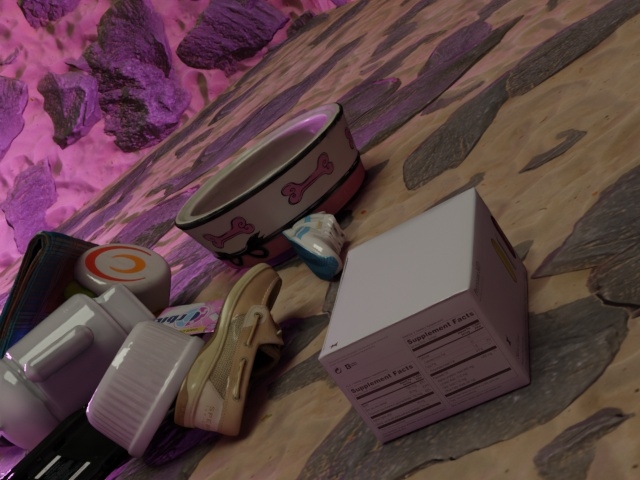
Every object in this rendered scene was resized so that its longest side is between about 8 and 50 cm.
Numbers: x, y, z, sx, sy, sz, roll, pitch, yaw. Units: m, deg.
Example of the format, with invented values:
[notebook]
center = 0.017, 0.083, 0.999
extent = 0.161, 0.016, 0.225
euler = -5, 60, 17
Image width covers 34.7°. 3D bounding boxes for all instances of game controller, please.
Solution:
[game controller]
center = -0.414, 0.371, 1.616
extent = 0.167, 0.067, 0.319
euler = 10, 37, 31

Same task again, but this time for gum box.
[gum box]
center = -0.208, 0.159, 1.760
extent = 0.188, 0.062, 0.107
euler = -11, 25, 31

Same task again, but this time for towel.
[towel]
center = -0.532, 0.120, 2.028
extent = 0.370, 0.040, 0.271
euler = 40, -109, -82

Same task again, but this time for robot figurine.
[robot figurine]
center = -0.452, 0.236, 1.833
extent = 0.353, 0.200, 0.300
euler = -42, -15, -20

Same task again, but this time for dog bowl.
[dog bowl]
center = -0.087, -0.101, 2.064
extent = 0.408, 0.150, 0.408
euler = -32, 16, 11

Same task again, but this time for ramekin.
[ramekin]
center = -0.273, 0.221, 1.578
extent = 0.207, 0.109, 0.207
euler = -61, 2, 4

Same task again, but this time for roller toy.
[roller toy]
center = -0.395, 0.108, 2.046
extent = 0.209, 0.146, 0.191
euler = 7, 27, -4

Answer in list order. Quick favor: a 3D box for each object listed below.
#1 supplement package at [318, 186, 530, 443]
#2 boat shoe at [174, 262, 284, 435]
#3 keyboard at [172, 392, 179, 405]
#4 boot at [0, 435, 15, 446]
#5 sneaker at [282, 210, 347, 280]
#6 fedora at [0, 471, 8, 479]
[supplement package]
center = 0.137, 0.086, 1.273
extent = 0.204, 0.145, 0.262
euler = -28, 21, 23
[boat shoe]
center = -0.113, 0.169, 1.579
extent = 0.110, 0.121, 0.341
euler = 16, 42, 9
[keyboard]
center = -0.226, 0.219, 1.766
extent = 0.108, 0.023, 0.180
euler = -31, 20, 12
[boot]
center = -0.624, 0.337, 2.068
extent = 0.229, 0.091, 0.263
euler = -22, 20, 45
[sneaker]
center = 0.000, 0.000, 1.803
extent = 0.092, 0.087, 0.228
euler = -35, 21, -3
[fedora]
center = -0.696, 0.471, 1.809
extent = 0.244, 0.124, 0.275
euler = -15, 28, 45
